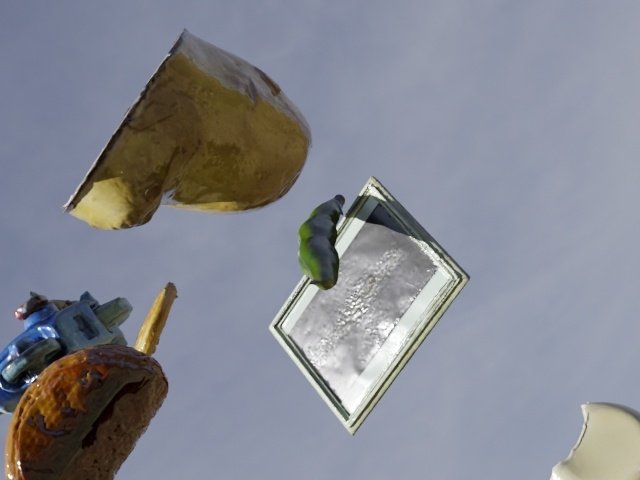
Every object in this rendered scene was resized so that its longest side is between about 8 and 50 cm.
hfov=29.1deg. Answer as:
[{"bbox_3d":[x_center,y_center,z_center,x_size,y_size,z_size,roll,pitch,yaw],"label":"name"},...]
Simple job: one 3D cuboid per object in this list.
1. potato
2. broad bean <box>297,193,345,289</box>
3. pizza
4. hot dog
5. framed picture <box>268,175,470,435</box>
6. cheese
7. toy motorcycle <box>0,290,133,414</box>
[{"bbox_3d":[-0.171,-0.133,1.899,0.290,0.296,0.397,-50,14,35],"label":"potato"},{"bbox_3d":[-0.001,0.000,1.647,0.297,0.060,0.043,-82,2,-65],"label":"broad bean"},{"bbox_3d":[-0.324,0.174,2.384,0.131,0.041,0.178,-46,23,59],"label":"pizza"},{"bbox_3d":[-0.273,0.221,1.438,0.227,0.099,0.160,-50,-48,-12],"label":"hot dog"},{"bbox_3d":[0.056,0.090,1.731,0.018,0.231,0.293,8,-58,-49],"label":"framed picture"},{"bbox_3d":[0.466,0.323,1.806,0.071,0.248,0.163,62,-142,-60],"label":"cheese"},{"bbox_3d":[-0.432,0.208,1.999,0.319,0.182,0.241,-29,-37,-62],"label":"toy motorcycle"}]
